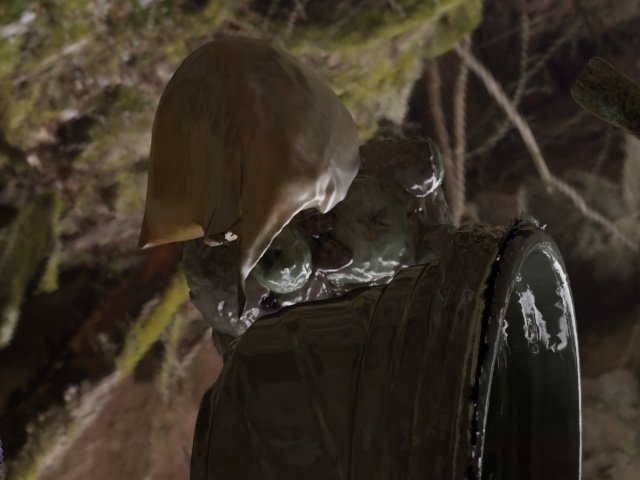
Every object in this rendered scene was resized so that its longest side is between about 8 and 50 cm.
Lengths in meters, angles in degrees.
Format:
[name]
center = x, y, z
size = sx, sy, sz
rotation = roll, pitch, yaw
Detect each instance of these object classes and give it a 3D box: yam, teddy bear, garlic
[yam]
center = 0.383, -0.116, 1.418
size = 0.061, 0.061, 0.253
rotation = -34, -124, -25
[teddy bear]
center = 0.001, 0.000, 1.246
size = 0.267, 0.236, 0.151
rotation = -14, 175, -18
[garlic]
center = -0.047, -0.051, 1.012
size = 0.196, 0.151, 0.338
rotation = -63, -158, -1

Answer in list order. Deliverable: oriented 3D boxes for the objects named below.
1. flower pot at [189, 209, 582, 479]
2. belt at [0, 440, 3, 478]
[flower pot]
center = 0.032, 0.105, 0.566
size = 0.140, 0.235, 0.235
rotation = -2, -157, 21
[belt]
center = -0.356, 0.154, 0.891
size = 0.260, 0.122, 0.325
rotation = -30, -139, -14
